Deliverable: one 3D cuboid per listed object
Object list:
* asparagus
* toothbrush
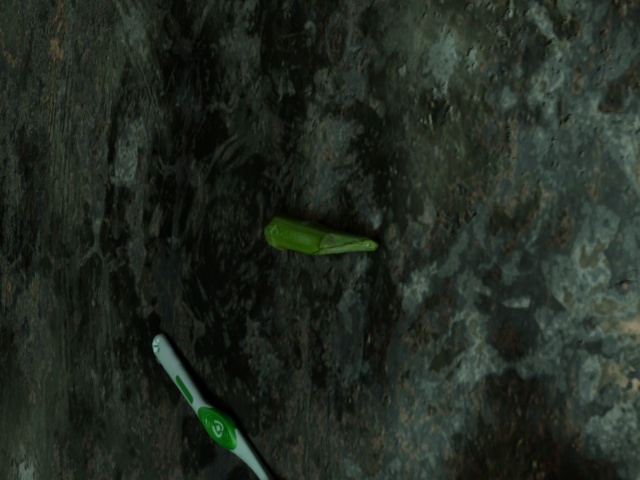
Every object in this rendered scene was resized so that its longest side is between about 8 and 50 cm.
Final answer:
[{"bbox_3d":[0.000,0.000,1.352,0.178,0.045,0.041,14,131,51],"label":"asparagus"},{"bbox_3d":[-0.132,0.240,1.507,0.418,0.040,0.042,45,122,49],"label":"toothbrush"}]
